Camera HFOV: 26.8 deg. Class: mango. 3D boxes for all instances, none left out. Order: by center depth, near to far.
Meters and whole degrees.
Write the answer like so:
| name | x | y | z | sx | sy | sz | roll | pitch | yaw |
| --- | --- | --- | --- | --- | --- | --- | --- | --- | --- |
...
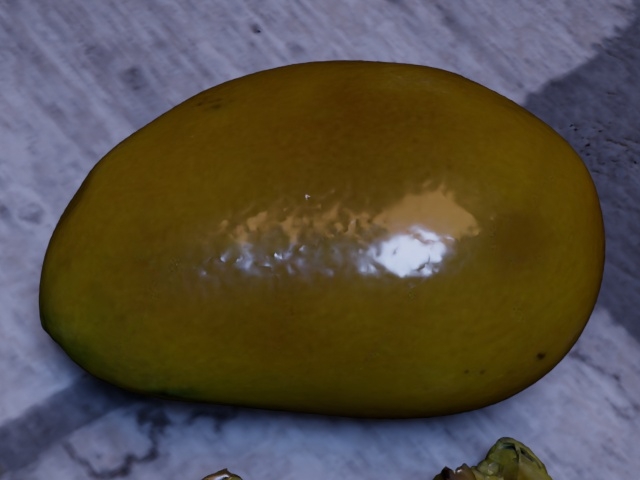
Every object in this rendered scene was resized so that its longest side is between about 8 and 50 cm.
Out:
| name | x | y | z | sx | sy | sz | roll | pitch | yaw |
| --- | --- | --- | --- | --- | --- | --- | --- | --- | --- |
| mango | 0.003 | -0.005 | 0.622 | 0.254 | 0.139 | 0.175 | 4 | 45 | -3 |

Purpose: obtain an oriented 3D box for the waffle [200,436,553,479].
| name | x | y | z | sx | sy | sz | roll | pitch | yaw |
| --- | --- | --- | --- | --- | --- | --- | --- | --- | --- |
| waffle | 0.034 | 0.185 | 0.538 | 0.291 | 0.051 | 0.291 | 8 | 53 | -11 |
